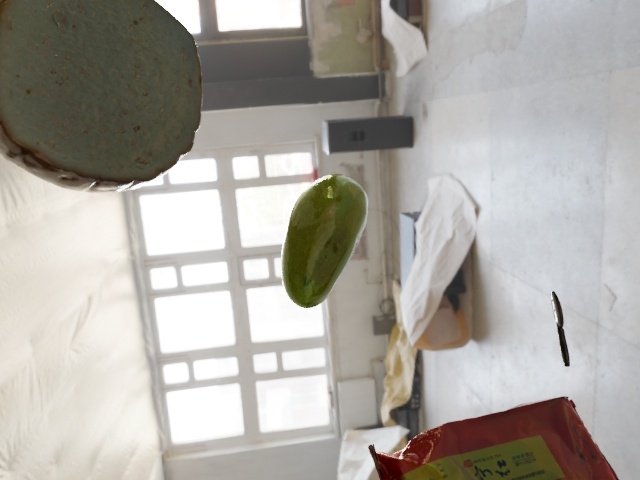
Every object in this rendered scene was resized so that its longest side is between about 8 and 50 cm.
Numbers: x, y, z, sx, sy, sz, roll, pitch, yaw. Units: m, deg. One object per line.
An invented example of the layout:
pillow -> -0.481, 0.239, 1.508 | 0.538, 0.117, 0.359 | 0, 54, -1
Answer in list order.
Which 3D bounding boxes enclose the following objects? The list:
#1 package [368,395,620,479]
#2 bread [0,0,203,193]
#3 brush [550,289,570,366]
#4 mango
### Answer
package -> 0.292, 0.397, 0.879 | 0.123, 0.424, 0.195 | 105, 151, -46
bread -> -0.233, -0.162, 0.547 | 0.070, 0.236, 0.235 | -12, 83, 48
brush -> 0.253, 0.093, 0.551 | 0.024, 0.008, 0.083 | -38, -63, -83
mango -> 0.002, -0.004, 1.061 | 0.185, 0.149, 0.272 | -43, -27, -80
